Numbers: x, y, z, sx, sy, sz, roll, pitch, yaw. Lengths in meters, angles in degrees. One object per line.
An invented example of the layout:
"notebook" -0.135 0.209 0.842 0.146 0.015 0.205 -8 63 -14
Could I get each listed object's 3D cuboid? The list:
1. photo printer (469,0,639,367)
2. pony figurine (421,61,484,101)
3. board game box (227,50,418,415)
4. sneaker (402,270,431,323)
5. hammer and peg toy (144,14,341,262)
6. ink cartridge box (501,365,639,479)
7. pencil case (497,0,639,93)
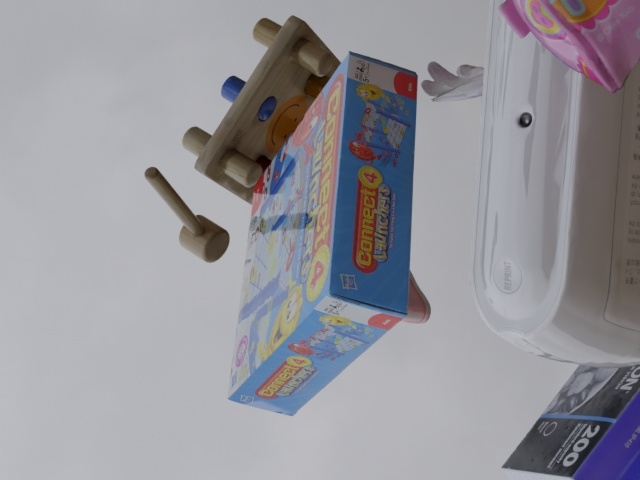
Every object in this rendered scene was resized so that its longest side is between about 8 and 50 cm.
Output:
"photo printer" 0.230 -0.055 0.883 0.256 0.107 0.307 3 -89 -42
"pony figurine" 0.348 -0.261 1.491 0.363 0.302 0.351 35 169 -20
"board game box" 0.000 0.000 1.274 0.086 0.302 0.308 16 -123 -17
"sneaker" 0.095 0.067 1.582 0.070 0.051 0.134 2 -145 -30
"hammer and peg toy" -0.088 -0.128 1.634 0.127 0.361 0.266 33 179 23
"ink cartridge box" 0.298 0.172 1.131 0.045 0.206 0.208 46 162 -10
"pencil case" 0.237 -0.220 0.693 0.124 0.284 0.124 45 -169 -11
